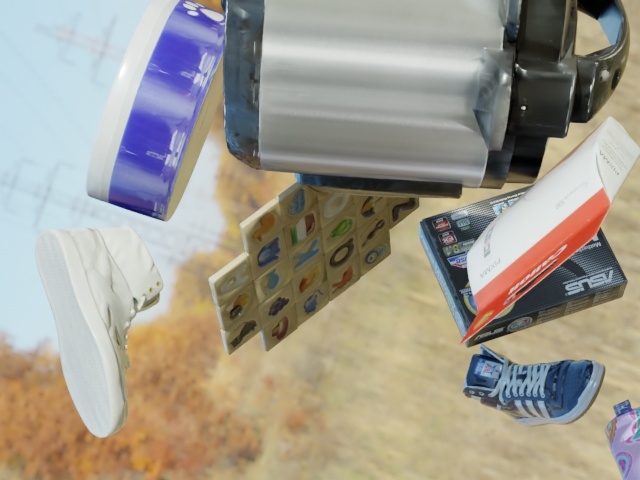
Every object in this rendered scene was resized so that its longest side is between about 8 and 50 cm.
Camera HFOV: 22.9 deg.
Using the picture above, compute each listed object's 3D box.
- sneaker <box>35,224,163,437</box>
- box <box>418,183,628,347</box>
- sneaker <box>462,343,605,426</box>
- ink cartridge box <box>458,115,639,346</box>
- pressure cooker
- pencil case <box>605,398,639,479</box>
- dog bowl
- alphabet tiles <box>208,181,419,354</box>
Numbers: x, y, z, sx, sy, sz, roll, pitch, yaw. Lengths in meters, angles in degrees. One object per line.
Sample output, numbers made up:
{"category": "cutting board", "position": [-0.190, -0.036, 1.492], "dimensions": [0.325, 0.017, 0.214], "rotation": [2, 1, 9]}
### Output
{"category": "sneaker", "position": [-0.276, 0.115, 2.182], "dimensions": [0.108, 0.169, 0.292], "rotation": [-21, 81, 45]}
{"category": "box", "position": [0.317, 0.029, 2.503], "dimensions": [0.060, 0.270, 0.216], "rotation": [87, 164, -60]}
{"category": "sneaker", "position": [0.331, 0.224, 2.537], "dimensions": [0.099, 0.153, 0.282], "rotation": [-66, 13, -22]}
{"category": "ink cartridge box", "position": [0.212, -0.013, 1.544], "dimensions": [0.189, 0.066, 0.232], "rotation": [-43, -3, 31]}
{"category": "pressure cooker", "position": [0.116, -0.235, 1.675], "dimensions": [0.375, 0.420, 0.370], "rotation": [90, -176, -75]}
{"category": "pencil case", "position": [0.509, 0.365, 2.268], "dimensions": [0.124, 0.124, 0.284], "rotation": [109, 148, -54]}
{"category": "dog bowl", "position": [-0.188, -0.160, 1.906], "dimensions": [0.265, 0.104, 0.265], "rotation": [-160, 90, -88]}
{"category": "alphabet tiles", "position": [0.000, 0.000, 2.037], "dimensions": [0.342, 0.011, 0.285], "rotation": [-38, -30, -20]}
